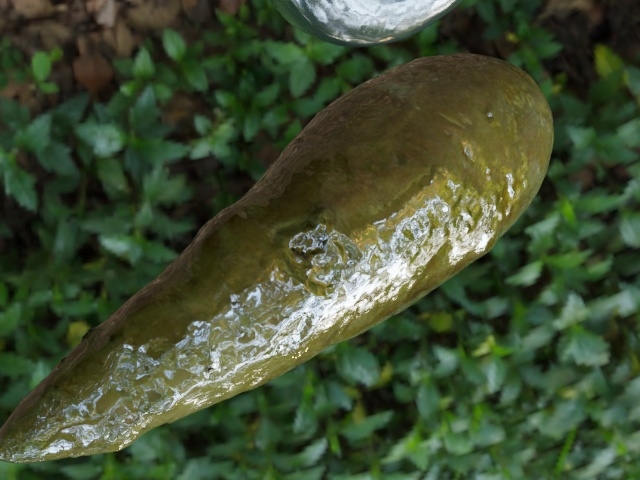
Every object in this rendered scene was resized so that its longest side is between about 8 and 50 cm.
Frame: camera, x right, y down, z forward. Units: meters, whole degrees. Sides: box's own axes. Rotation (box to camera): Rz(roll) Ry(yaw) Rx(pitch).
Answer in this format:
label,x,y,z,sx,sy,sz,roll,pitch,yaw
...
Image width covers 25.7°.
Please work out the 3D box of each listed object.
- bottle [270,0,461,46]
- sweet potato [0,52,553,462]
label,x,y,z,sx,sy,sz,roll,pitch,yaw
bottle,-0.036,-0.202,0.693,0.156,0.271,0.143,-24,135,-23
sweet potato,0.002,0.001,0.789,0.423,0.130,0.130,-37,150,-34
